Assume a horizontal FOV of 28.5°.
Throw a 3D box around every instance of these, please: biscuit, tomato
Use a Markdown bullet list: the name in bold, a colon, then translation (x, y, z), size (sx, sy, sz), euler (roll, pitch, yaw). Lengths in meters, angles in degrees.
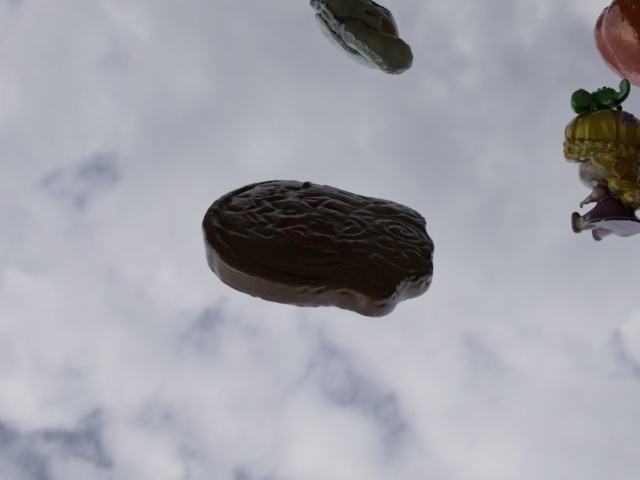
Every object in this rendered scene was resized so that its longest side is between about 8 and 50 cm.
- **biscuit**: translation (0.000, -0.002, 1.387), size (0.257, 0.049, 0.273), euler (13, -154, 4)
- **tomato**: translation (0.566, -0.335, 2.022), size (0.260, 0.260, 0.180), euler (-14, -105, -28)

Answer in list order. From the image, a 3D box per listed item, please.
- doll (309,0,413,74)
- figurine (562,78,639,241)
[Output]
- **doll**: translation (0.044, -0.248, 1.480), size (0.104, 0.071, 0.214), euler (17, -155, -27)
- **figurine**: translation (0.301, -0.087, 1.251), size (0.095, 0.115, 0.156), euler (22, -118, -44)
